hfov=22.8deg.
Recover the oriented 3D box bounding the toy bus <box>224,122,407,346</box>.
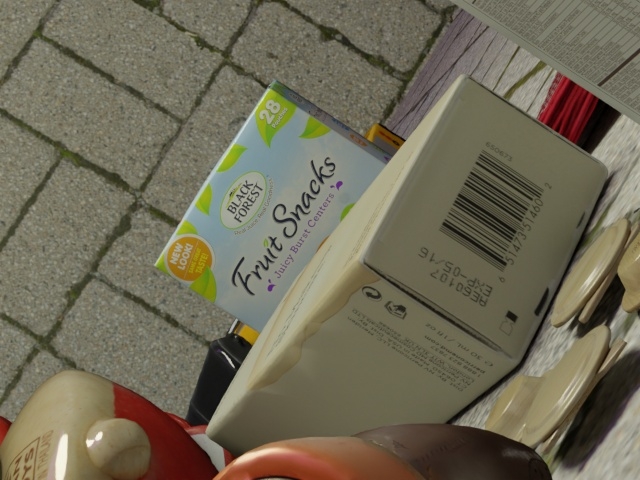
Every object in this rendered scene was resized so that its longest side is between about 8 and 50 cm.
[{"bbox_3d":[0.007,0.048,1.573,0.332,0.108,0.130,-55,7,23],"label":"toy bus"}]

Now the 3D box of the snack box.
[{"bbox_3d":[0.000,0.000,1.275,0.174,0.207,0.070,-57,3,12],"label":"snack box"}]

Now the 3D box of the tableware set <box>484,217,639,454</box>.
[{"bbox_3d":[0.124,0.043,0.736,0.141,0.020,0.168,-56,2,-12],"label":"tableware set"}]

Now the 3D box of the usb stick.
[{"bbox_3d":[-0.114,0.222,1.558,0.045,0.077,0.278,-5,-57,-45],"label":"usb stick"}]

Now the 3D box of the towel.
[{"bbox_3d":[0.210,-0.163,1.128,0.199,0.031,0.275,-63,-3,28],"label":"towel"}]

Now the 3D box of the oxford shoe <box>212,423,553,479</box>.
[{"bbox_3d":[-0.017,0.223,0.571,0.133,0.130,0.363,-6,-50,-51],"label":"oxford shoe"}]

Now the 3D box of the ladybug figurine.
[{"bbox_3d":[-0.168,0.273,1.125,0.449,0.162,0.305,116,158,-46],"label":"ladybug figurine"}]

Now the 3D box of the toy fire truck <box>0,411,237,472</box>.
[{"bbox_3d":[-0.212,0.274,1.380,0.169,0.302,0.254,53,-150,-73],"label":"toy fire truck"}]

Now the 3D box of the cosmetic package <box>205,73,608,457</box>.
[{"bbox_3d":[0.046,0.047,1.024,0.160,0.113,0.309,-60,5,-33],"label":"cosmetic package"}]

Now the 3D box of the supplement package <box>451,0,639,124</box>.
[{"bbox_3d":[0.147,-0.224,0.785,0.199,0.263,0.198,-59,4,-20],"label":"supplement package"}]
